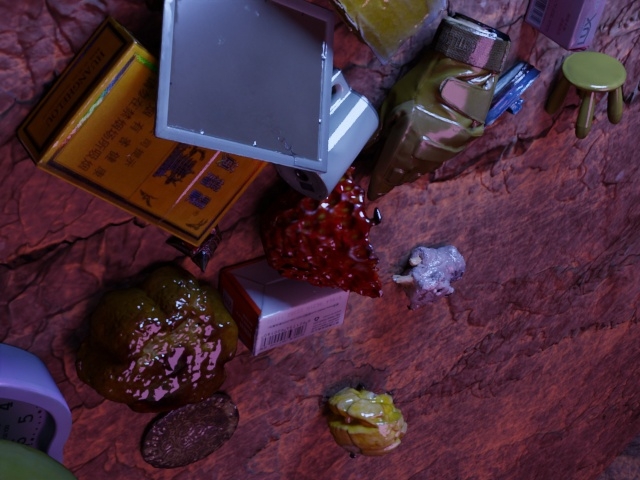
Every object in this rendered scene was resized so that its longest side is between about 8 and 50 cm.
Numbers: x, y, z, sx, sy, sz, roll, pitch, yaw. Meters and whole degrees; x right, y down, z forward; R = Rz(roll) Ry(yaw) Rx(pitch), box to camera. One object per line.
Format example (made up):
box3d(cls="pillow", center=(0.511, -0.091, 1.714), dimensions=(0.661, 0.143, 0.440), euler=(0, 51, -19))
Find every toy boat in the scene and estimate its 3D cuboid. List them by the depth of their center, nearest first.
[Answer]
box3d(cls="toy boat", center=(0.316, -0.243, 1.594), dimensions=(0.137, 0.060, 0.061), euler=(-44, 120, -3))

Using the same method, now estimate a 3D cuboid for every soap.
box3d(cls="soap", center=(0.071, -0.357, 1.271), dimensions=(0.135, 0.076, 0.233), euler=(-43, 143, 4))

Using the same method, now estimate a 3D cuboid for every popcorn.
box3d(cls="popcorn", center=(0.089, 0.363, 1.904), dimensions=(0.148, 0.167, 0.152), euler=(123, -10, -66))

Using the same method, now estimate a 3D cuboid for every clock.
box3d(cls="clock", center=(-0.533, 0.294, 1.353), dimensions=(0.338, 0.102, 0.339), euler=(-22, 137, -22))

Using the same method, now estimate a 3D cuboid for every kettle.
box3d(cls="kettle", center=(0.003, -0.152, 1.369), dimensions=(0.127, 0.098, 0.148), euler=(44, 68, -16))

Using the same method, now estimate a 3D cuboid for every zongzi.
box3d(cls="zongzi", center=(-0.178, 0.014, 1.412), dimensions=(0.083, 0.073, 0.067), euler=(-28, 158, -15))

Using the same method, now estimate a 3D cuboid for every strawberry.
box3d(cls="strawberry", center=(0.000, 0.000, 1.457), dimensions=(0.177, 0.234, 0.234), euler=(-14, 137, -3))

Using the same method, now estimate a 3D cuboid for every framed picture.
box3d(cls="framed picture", center=(-0.091, -0.219, 1.209), dimensions=(0.296, 0.019, 0.233), euler=(9, 82, -46))

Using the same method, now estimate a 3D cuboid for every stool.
box3d(cls="stool", center=(0.474, -0.261, 1.674), dimensions=(0.111, 0.134, 0.135), euler=(88, 15, -47))

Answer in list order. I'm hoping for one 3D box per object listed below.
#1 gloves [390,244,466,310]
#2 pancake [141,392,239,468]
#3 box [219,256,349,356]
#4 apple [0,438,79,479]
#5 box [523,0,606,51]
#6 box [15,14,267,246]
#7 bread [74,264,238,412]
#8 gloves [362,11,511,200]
box3d(cls="gloves", center=(0.211, 0.066, 1.779), dimensions=(0.144, 0.094, 0.110), euler=(-38, 154, -18))
box3d(cls="pancake", center=(-0.234, 0.348, 1.719), dimensions=(0.199, 0.021, 0.199), euler=(-23, 137, -23))
box3d(cls="box", center=(-0.062, 0.097, 1.540), dimensions=(0.182, 0.133, 0.099), euler=(-18, 136, -30))
box3d(cls="apple", center=(-0.463, 0.488, 1.178), dimensions=(0.473, 0.474, 0.474), euler=(-23, 138, -22))
box3d(cls="box", center=(0.393, -0.389, 1.483), dimensions=(0.060, 0.111, 0.156), euler=(-16, 136, -30))
box3d(cls="box", center=(-0.213, -0.131, 1.234), dimensions=(0.193, 0.084, 0.301), euler=(-49, 141, 8))
box3d(cls="bread", center=(-0.246, 0.153, 1.437), dimensions=(0.246, 0.135, 0.232), euler=(-2, 114, -36))
box3d(cls="gloves", center=(0.167, -0.189, 1.456), dimensions=(0.154, 0.141, 0.331), euler=(6, 122, -45))
